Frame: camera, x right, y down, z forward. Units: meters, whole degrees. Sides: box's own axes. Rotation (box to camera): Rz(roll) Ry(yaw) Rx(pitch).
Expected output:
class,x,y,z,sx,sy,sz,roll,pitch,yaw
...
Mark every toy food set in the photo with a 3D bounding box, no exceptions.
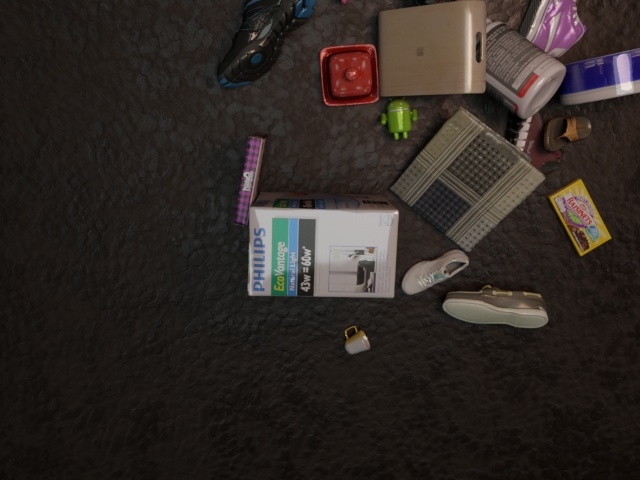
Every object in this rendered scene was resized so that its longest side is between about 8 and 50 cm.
class,x,y,z,sx,sy,sz,roll,pitch,yaw
toy food set,0.280,-0.489,1.606,0.306,0.092,0.220,7,105,36

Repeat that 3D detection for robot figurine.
class,x,y,z,sx,sy,sz,roll,pitch,yaw
robot figurine,0.218,-0.338,1.714,0.101,0.067,0.115,-4,102,12

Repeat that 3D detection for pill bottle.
class,x,y,z,sx,sy,sz,roll,pitch,yaw
pill bottle,0.467,-0.458,1.595,0.161,0.161,0.283,-48,69,9

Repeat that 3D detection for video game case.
class,x,y,z,sx,sy,sz,roll,pitch,yaw
video game case,-0.186,-0.170,1.673,0.041,0.210,0.232,11,103,-3

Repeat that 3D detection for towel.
class,x,y,z,sx,sy,sz,roll,pitch,yaw
towel,0.405,-0.164,1.722,0.312,0.056,0.324,38,121,-5

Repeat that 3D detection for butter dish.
class,x,y,z,sx,sy,sz,roll,pitch,yaw
butter dish,0.081,-0.445,1.663,0.159,0.118,0.160,-4,103,1

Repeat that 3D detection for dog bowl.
class,x,y,z,sx,sy,sz,roll,pitch,yaw
dog bowl,0.753,-0.427,1.603,0.264,0.265,0.104,-11,100,2

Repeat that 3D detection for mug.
class,x,y,z,sx,sy,sz,roll,pitch,yaw
mug,0.106,0.306,1.867,0.064,0.078,0.062,-29,134,14

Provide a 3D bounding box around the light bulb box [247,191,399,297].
class,x,y,z,sx,sy,sz,roll,pitch,yaw
light bulb box,0.000,0.000,1.638,0.360,0.358,0.226,1,100,-2

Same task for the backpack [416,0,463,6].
class,x,y,z,sx,sy,sz,roll,pitch,yaw
backpack,0.339,-0.674,1.540,0.188,0.144,0.166,1,93,-9

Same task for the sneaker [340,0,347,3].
class,x,y,z,sx,sy,sz,roll,pitch,yaw
sneaker,0.061,-0.715,1.633,0.074,0.063,0.171,11,97,-4

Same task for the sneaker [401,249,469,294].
class,x,y,z,sx,sy,sz,roll,pitch,yaw
sneaker,0.332,0.095,1.798,0.212,0.094,0.080,-31,102,6

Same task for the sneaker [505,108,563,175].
class,x,y,z,sx,sy,sz,roll,pitch,yaw
sneaker,0.608,-0.292,1.724,0.162,0.106,0.282,6,111,-9

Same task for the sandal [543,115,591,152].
class,x,y,z,sx,sy,sz,roll,pitch,yaw
sandal,0.681,-0.295,1.682,0.219,0.060,0.090,-14,99,-33

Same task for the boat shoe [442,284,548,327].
class,x,y,z,sx,sy,sz,roll,pitch,yaw
boat shoe,0.511,0.187,1.823,0.304,0.091,0.109,8,144,2

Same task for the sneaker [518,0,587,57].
class,x,y,z,sx,sy,sz,roll,pitch,yaw
sneaker,0.650,-0.630,1.648,0.160,0.102,0.282,17,112,-8

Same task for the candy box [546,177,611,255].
class,x,y,z,sx,sy,sz,roll,pitch,yaw
candy box,0.753,-0.067,1.803,0.105,0.027,0.206,-32,101,3

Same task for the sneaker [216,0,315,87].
class,x,y,z,sx,sy,sz,roll,pitch,yaw
sneaker,-0.164,-0.557,1.655,0.341,0.125,0.140,-45,72,11
